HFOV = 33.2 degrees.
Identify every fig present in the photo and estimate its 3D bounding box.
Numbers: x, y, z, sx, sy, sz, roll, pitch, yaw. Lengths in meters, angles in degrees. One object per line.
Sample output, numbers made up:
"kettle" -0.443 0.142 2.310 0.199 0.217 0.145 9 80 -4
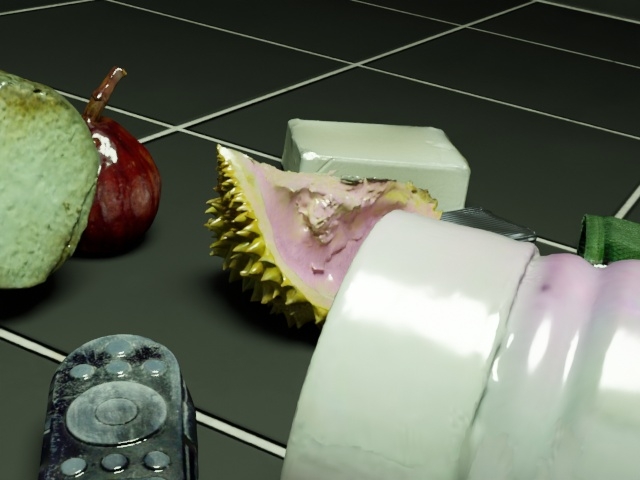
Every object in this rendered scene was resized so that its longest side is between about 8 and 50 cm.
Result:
"fig" -0.190 -0.055 0.925 0.128 0.150 0.128 40 26 -24

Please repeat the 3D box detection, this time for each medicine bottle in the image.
"medicine bottle" 0.164 0.120 0.529 0.325 0.212 0.212 14 23 16

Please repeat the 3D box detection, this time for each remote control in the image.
"remote control" -0.107 0.147 0.573 0.090 0.066 0.266 -8 29 -4

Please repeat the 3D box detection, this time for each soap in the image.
"soap" 0.057 -0.081 1.148 0.183 0.064 0.121 4 24 -11

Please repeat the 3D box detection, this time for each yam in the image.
"yam" -0.295 -0.067 0.833 0.161 0.161 0.268 -14 25 -43

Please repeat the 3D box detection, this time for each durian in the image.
"durian" -0.001 0.001 0.855 0.165 0.132 0.182 33 20 24

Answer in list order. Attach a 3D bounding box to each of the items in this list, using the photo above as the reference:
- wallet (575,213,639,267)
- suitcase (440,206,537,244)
"wallet" 0.354 0.038 0.990 0.236 0.055 0.160 16 27 10
"suitcase" 0.129 0.012 0.965 0.126 0.059 0.086 -11 31 -43
